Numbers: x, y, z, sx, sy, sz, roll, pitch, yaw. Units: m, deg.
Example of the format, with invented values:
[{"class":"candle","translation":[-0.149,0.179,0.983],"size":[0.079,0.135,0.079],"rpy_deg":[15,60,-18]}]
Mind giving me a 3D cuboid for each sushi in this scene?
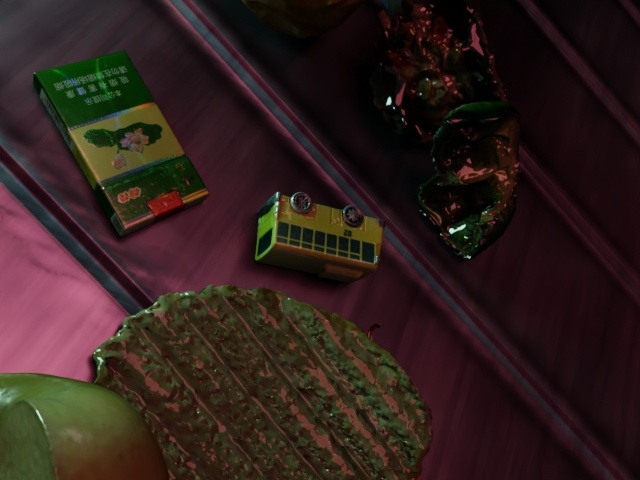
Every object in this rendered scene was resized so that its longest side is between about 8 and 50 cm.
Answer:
[{"class":"sushi","translation":[0.193,-0.283,1.040],"size":[0.225,0.219,0.238],"rpy_deg":[41,25,-59]}]

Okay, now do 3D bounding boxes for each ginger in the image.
[{"class":"ginger","translation":[-0.005,-0.435,0.949],"size":[0.269,0.223,0.200],"rpy_deg":[9,71,16]}]

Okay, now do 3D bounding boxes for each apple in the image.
[{"class":"apple","translation":[-0.269,0.250,0.523],"size":[0.295,0.233,0.258],"rpy_deg":[-4,92,11]}]

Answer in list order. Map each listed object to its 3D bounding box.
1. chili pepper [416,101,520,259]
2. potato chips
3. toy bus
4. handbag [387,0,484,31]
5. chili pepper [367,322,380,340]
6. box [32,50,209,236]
[{"class":"chili pepper","translation":[0.242,-0.103,0.990],"size":[0.148,0.116,0.264],"rpy_deg":[-19,123,-16]},{"class":"potato chips","translation":[-0.066,0.229,0.744],"size":[0.429,0.070,0.358],"rpy_deg":[48,65,-1]},{"class":"toy bus","translation":[0.000,0.000,0.872],"size":[0.175,0.088,0.101],"rpy_deg":[13,66,-22]},{"class":"handbag","translation":[0.225,-0.465,1.193],"size":[0.223,0.080,0.247],"rpy_deg":[17,61,-31]},{"class":"chili pepper","translation":[0.086,0.248,0.841],"size":[0.059,0.050,0.268],"rpy_deg":[-5,73,-10]},{"class":"box","translation":[-0.262,-0.134,0.808],"size":[0.132,0.034,0.235],"rpy_deg":[-28,86,-34]}]
